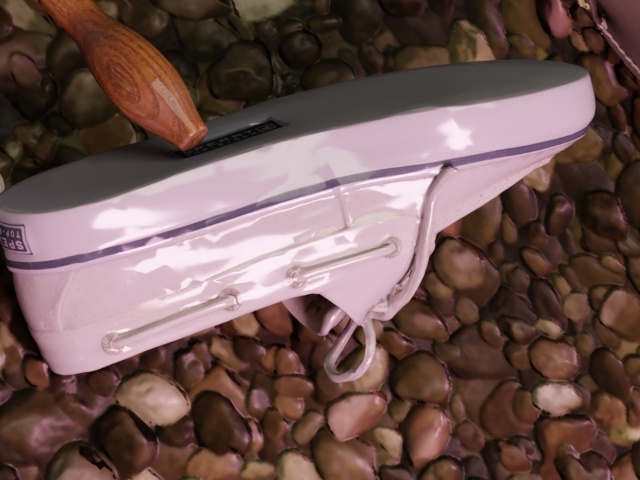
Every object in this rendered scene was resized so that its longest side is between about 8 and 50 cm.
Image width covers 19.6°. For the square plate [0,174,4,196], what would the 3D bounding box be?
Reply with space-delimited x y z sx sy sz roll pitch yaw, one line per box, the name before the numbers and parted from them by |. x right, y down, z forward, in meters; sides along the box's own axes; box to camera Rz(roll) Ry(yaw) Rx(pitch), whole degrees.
square plate | -0.389 0.000 0.940 0.344 0.049 0.347 35 55 -9

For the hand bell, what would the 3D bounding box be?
hand bell | -0.150 -0.139 1.054 0.126 0.126 0.242 -31 70 -35

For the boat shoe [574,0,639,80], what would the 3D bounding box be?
boat shoe | 0.197 -0.215 1.320 0.091 0.109 0.305 -13 68 -31

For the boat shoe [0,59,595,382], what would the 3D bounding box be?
boat shoe | 0.002 0.002 1.085 0.367 0.136 0.156 -18 110 -21
